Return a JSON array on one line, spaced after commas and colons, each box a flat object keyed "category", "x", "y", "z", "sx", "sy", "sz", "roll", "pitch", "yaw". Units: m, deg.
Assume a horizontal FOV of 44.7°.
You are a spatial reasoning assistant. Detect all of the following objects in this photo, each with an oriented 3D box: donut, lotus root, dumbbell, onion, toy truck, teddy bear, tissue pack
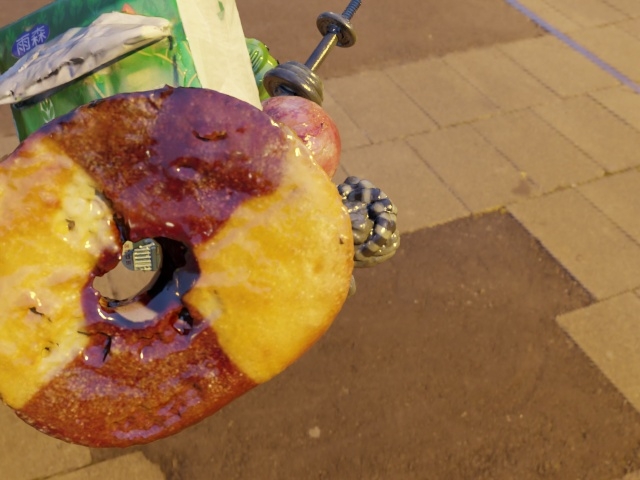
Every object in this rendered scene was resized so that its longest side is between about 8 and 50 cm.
[{"category": "donut", "x": -0.081, "y": 0.008, "z": 0.374, "sx": 0.184, "sy": 0.166, "sz": 0.073, "roll": -45, "pitch": 24, "yaw": 6}, {"category": "lotus root", "x": -0.198, "y": -0.351, "z": 1.764, "sx": 0.186, "sy": 0.186, "sz": 0.186, "roll": 2, "pitch": 40, "yaw": -1}, {"category": "dumbbell", "x": -0.001, "y": -0.313, "z": 1.311, "sx": 0.110, "sy": 0.110, "sz": 0.254, "roll": 26, "pitch": 72, "yaw": 25}, {"category": "onion", "x": -0.036, "y": -0.131, "z": 1.095, "sx": 0.159, "sy": 0.159, "sz": 0.195, "roll": 25, "pitch": 33, "yaw": 25}, {"category": "toy truck", "x": -0.274, "y": -0.019, "z": 1.222, "sx": 0.088, "sy": 0.074, "sz": 0.201, "roll": -5, "pitch": 31, "yaw": -11}, {"category": "teddy bear", "x": 0.019, "y": 0.001, "z": 1.160, "sx": 0.171, "sy": 0.144, "sz": 0.251, "roll": 33, "pitch": 44, "yaw": 30}, {"category": "tissue pack", "x": -0.189, "y": -0.150, "z": 0.694, "sx": 0.209, "sy": 0.148, "sz": 0.156, "roll": -16, "pitch": -4, "yaw": 24}]
